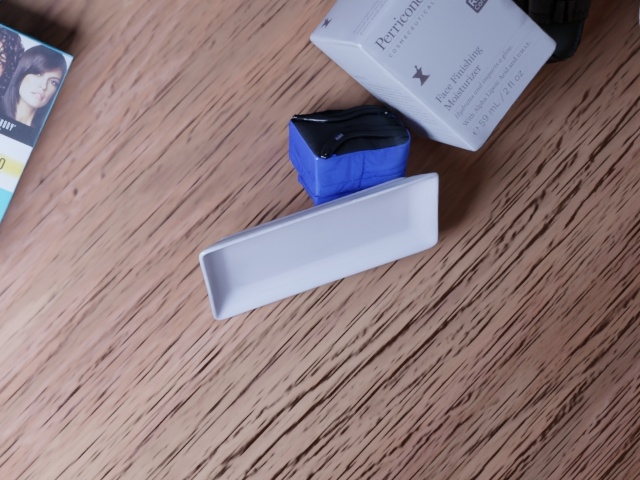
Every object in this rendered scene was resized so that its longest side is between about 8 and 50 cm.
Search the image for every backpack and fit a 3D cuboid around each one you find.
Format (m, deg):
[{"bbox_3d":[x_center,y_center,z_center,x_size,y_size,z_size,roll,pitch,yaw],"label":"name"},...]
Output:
[{"bbox_3d":[0.034,-0.094,1.698,0.120,0.098,0.101,-14,135,-17],"label":"backpack"}]

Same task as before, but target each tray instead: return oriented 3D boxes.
[{"bbox_3d":[0.000,0.000,1.692,0.270,0.030,0.145,-19,147,-8],"label":"tray"}]

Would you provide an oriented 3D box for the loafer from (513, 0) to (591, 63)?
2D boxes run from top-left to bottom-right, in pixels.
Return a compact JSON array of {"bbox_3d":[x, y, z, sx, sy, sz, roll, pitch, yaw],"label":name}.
[{"bbox_3d":[0.260,-0.327,1.736,0.096,0.084,0.267,-11,105,-19],"label":"loafer"}]

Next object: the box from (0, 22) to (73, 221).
[{"bbox_3d":[-0.347,-0.098,1.568,0.101,0.060,0.244,23,93,-24],"label":"box"}]

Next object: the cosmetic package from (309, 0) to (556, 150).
[{"bbox_3d":[0.119,-0.215,1.670,0.184,0.151,0.151,39,85,-23],"label":"cosmetic package"}]

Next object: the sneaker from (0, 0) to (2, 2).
[{"bbox_3d":[-0.415,-0.215,1.474,0.341,0.140,0.125,-43,114,-6],"label":"sneaker"}]
